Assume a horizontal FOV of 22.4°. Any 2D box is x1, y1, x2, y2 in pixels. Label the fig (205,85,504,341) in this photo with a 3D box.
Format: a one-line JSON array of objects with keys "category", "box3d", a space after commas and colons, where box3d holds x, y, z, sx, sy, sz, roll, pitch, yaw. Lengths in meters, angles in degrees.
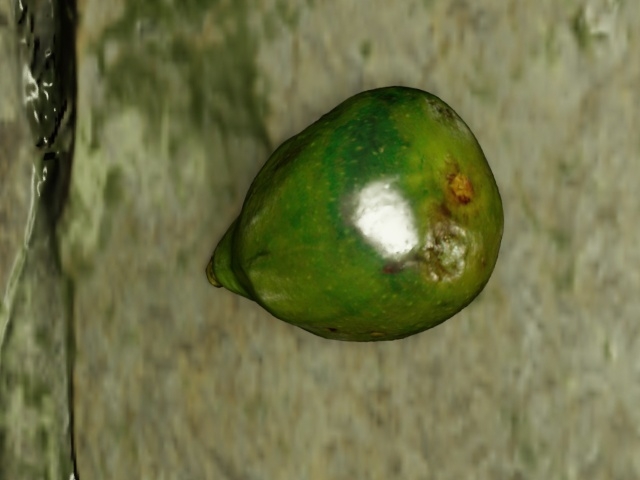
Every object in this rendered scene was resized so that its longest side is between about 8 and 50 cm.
[{"category": "fig", "box3d": [0.000, 0.000, 0.780, 0.177, 0.117, 0.117, -19, 86, 32]}]
